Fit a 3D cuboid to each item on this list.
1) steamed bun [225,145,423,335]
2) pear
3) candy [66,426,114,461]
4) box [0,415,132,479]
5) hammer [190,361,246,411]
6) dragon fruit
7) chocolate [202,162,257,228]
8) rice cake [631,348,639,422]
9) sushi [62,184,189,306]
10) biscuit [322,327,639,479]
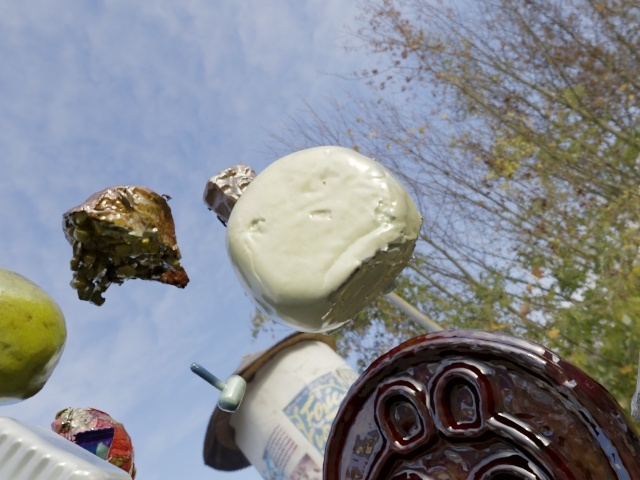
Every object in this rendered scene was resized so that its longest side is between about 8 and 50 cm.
[{"bbox_3d":[0.000,0.000,0.942,0.334,0.311,0.233,-32,-28,-8],"label":"steamed bun"},{"bbox_3d":[-0.756,0.200,1.143,0.287,0.287,0.375,-40,-64,-17],"label":"pear"},{"bbox_3d":[-0.588,0.588,1.217,0.145,0.070,0.274,8,-82,-51],"label":"candy"},{"bbox_3d":[-0.471,0.406,0.879,0.264,0.337,0.105,85,-151,-63],"label":"box"},{"bbox_3d":[-0.321,0.436,1.555,0.069,0.194,0.116,-42,16,30],"label":"hammer"},{"bbox_3d":[-0.704,0.679,1.536,0.278,0.278,0.342,-10,-68,-44],"label":"dragon fruit"},{"bbox_3d":[-0.170,-0.088,1.237,0.148,0.214,0.093,-41,-14,-44],"label":"chocolate"},{"bbox_3d":[0.613,0.221,0.916,0.070,0.064,0.398,-48,-45,-27],"label":"rice cake"},{"bbox_3d":[-0.333,0.013,0.883,0.167,0.179,0.296,-8,-20,-10],"label":"sushi"},{"bbox_3d":[0.172,0.306,0.586,0.091,0.407,0.407,15,-71,-53],"label":"biscuit"}]
